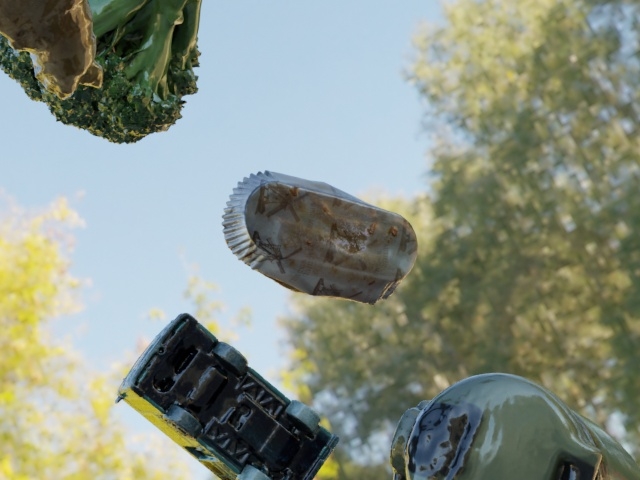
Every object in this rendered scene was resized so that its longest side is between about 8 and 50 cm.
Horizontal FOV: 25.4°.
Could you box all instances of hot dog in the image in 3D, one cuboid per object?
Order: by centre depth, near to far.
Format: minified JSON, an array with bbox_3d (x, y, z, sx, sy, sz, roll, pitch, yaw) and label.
[{"bbox_3d":[0.000,0.000,1.777,0.268,0.144,0.075,20,-13,-28],"label":"hot dog"}]

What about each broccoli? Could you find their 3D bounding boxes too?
[{"bbox_3d":[-0.219,-0.232,1.517,0.270,0.270,0.270,-37,-21,27],"label":"broccoli"}]

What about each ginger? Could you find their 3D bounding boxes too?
[{"bbox_3d":[-0.208,-0.208,1.066,0.137,0.074,0.213,19,-50,-9],"label":"ginger"}]

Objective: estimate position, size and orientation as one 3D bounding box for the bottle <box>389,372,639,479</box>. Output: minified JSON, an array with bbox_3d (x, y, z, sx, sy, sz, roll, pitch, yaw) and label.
[{"bbox_3d":[0.168,0.204,1.127,0.168,0.168,0.347,-29,-29,9],"label":"bottle"}]

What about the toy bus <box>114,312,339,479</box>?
[{"bbox_3d":[-0.077,0.132,1.087,0.079,0.160,0.092,-54,15,-20],"label":"toy bus"}]
